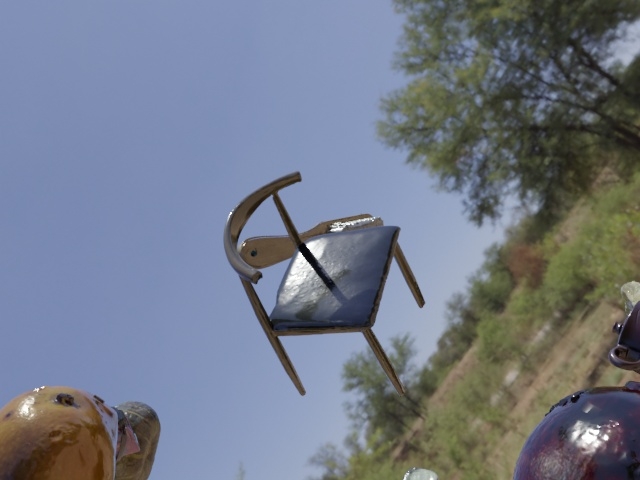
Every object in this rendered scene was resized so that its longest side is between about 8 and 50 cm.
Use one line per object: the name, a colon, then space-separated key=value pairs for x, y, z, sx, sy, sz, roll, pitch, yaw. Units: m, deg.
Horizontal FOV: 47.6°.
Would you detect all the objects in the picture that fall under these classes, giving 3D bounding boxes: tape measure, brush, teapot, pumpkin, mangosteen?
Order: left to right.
tape measure: x=-0.386 y=0.348 z=1.267 sx=0.118 sy=0.074 sz=0.125 roll=-21 pitch=-43 yaw=-19
pumpkin: x=-0.459 y=0.472 z=1.639 sx=0.219 sy=0.163 sz=0.218 roll=16 pitch=-90 yaw=-89
brush: x=0.000 y=0.000 z=1.245 sx=0.328 sy=0.069 sz=0.065 roll=-11 pitch=0 yaw=-43
teapot: x=0.281 y=0.086 z=0.644 sx=0.100 sy=0.045 sz=0.067 roll=-28 pitch=-53 yaw=-41
mangosteen: x=0.463 y=0.408 z=1.020 sx=0.381 sy=0.381 sz=0.420 roll=-26 pitch=-68 yaw=-57

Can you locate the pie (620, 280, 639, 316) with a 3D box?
pie: x=0.652 y=0.225 z=1.321 sx=0.077 sy=0.338 sz=0.339 roll=-23 pitch=-13 yaw=10

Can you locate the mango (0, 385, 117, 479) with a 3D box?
mango: x=-0.279 y=0.266 z=0.719 sx=0.166 sy=0.136 sz=0.235 roll=178 pitch=100 yaw=-74

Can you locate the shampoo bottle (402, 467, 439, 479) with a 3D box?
shampoo bottle: x=0.184 y=0.546 z=1.292 sx=0.153 sy=0.071 sz=0.284 roll=-62 pitch=-35 yaw=-47

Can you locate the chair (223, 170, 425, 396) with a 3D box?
chair: x=0.012 y=0.056 z=0.922 sx=0.272 sy=0.167 sz=0.188 roll=60 pitch=-145 yaw=-37
